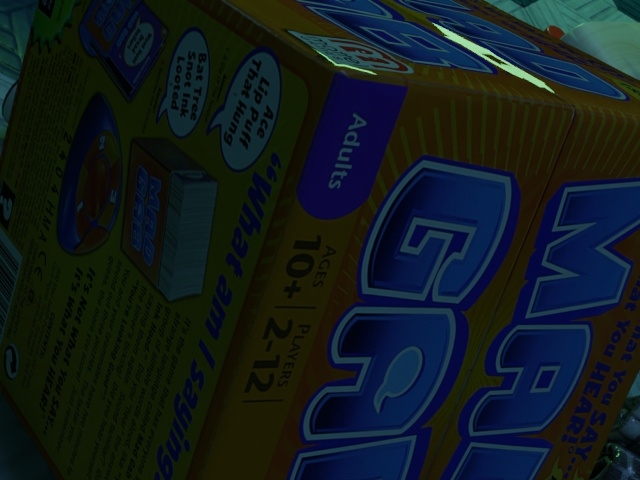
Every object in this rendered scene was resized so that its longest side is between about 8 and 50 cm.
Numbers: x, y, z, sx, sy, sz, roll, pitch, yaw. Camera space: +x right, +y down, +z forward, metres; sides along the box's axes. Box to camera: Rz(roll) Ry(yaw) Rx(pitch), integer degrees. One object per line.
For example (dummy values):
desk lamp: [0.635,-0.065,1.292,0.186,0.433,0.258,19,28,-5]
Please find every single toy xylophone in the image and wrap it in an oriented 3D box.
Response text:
toy xylophone: [0.479,-0.235,1.828,0.322,0.081,0.236,0,53,-40]

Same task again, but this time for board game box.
board game box: [0.000,0.000,0.887,0.356,0.356,0.356,3,26,-38]

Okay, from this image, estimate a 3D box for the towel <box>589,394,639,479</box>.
towel: [0.271,0.256,1.039,0.235,0.284,0.121,32,63,-5]

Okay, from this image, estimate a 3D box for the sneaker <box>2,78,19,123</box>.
sneaker: [-0.128,-0.100,1.155,0.295,0.124,0.178,-20,62,-40]
